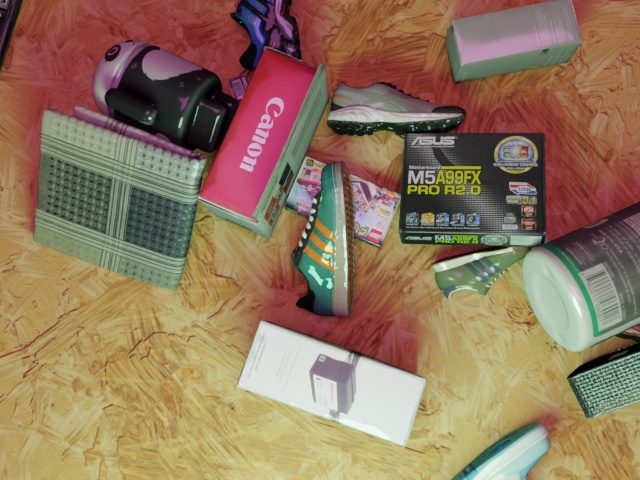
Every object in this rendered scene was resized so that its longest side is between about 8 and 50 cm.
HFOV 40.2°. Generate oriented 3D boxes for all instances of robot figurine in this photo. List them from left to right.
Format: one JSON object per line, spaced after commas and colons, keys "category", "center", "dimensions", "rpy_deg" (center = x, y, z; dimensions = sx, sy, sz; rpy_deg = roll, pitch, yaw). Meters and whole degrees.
{"category": "robot figurine", "center": [-0.297, -0.274, 1.669], "dimensions": [0.278, 0.209, 0.173], "rpy_deg": [26, 78, 9]}

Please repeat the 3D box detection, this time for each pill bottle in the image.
{"category": "pill bottle", "center": [0.573, 0.044, 1.598], "dimensions": [0.361, 0.204, 0.204], "rpy_deg": [-22, 83, -10]}

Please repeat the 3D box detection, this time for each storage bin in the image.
{"category": "storage bin", "center": [0.558, 0.245, 1.593], "dimensions": [0.180, 0.122, 0.084], "rpy_deg": [-30, 81, 32]}

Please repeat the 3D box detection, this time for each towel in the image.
{"category": "towel", "center": [-0.390, -0.081, 1.667], "dimensions": [0.324, 0.056, 0.312], "rpy_deg": [19, 122, 4]}

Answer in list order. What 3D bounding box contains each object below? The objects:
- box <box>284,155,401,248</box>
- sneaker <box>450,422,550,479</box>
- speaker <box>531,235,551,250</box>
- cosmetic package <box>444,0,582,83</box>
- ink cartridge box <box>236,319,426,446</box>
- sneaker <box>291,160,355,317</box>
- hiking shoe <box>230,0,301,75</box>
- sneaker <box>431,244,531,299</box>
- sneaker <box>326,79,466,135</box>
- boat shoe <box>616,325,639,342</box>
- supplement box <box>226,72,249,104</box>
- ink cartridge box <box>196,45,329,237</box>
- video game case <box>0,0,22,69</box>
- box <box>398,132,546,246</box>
{"category": "box", "center": [0.045, -0.075, 1.726], "dimensions": [0.207, 0.036, 0.114], "rpy_deg": [22, 85, 5]}
{"category": "sneaker", "center": [0.341, 0.499, 1.604], "dimensions": [0.319, 0.127, 0.208], "rpy_deg": [-43, 81, 6]}
{"category": "speaker", "center": [0.387, -0.030, 1.698], "dimensions": [0.055, 0.055, 0.136], "rpy_deg": [-39, 83, -3]}
{"category": "cosmetic package", "center": [0.371, -0.389, 1.708], "dimensions": [0.238, 0.127, 0.107], "rpy_deg": [-14, 83, 2]}
{"category": "ink cartridge box", "center": [0.023, 0.255, 1.593], "dimensions": [0.307, 0.223, 0.129], "rpy_deg": [19, 83, 4]}
{"category": "sneaker", "center": [0.000, 0.000, 1.657], "dimensions": [0.121, 0.108, 0.302], "rpy_deg": [2, 102, 12]}
{"category": "hiking shoe", "center": [-0.119, -0.485, 1.743], "dimensions": [0.132, 0.113, 0.304], "rpy_deg": [-8, 83, 0]}
{"category": "sneaker", "center": [0.315, 0.062, 1.681], "dimensions": [0.192, 0.064, 0.086], "rpy_deg": [-14, 94, 13]}
{"category": "sneaker", "center": [0.151, -0.263, 1.716], "dimensions": [0.271, 0.100, 0.108], "rpy_deg": [4, 78, 3]}
{"category": "boat shoe", "center": [0.624, 0.168, 1.660], "dimensions": [0.178, 0.064, 0.060], "rpy_deg": [20, 78, 9]}
{"category": "supplement box", "center": [-0.154, -0.289, 1.735], "dimensions": [0.043, 0.083, 0.055], "rpy_deg": [-21, 83, -1]}
{"category": "ink cartridge box", "center": [-0.102, -0.183, 1.627], "dimensions": [0.130, 0.272, 0.309], "rpy_deg": [23, 84, 5]}
{"category": "video game case", "center": [-0.781, -0.425, 1.801], "dimensions": [0.275, 0.035, 0.248], "rpy_deg": [14, 84, 3]}
{"category": "box", "center": [0.289, -0.099, 1.661], "dimensions": [0.270, 0.060, 0.216], "rpy_deg": [2, 67, 11]}
